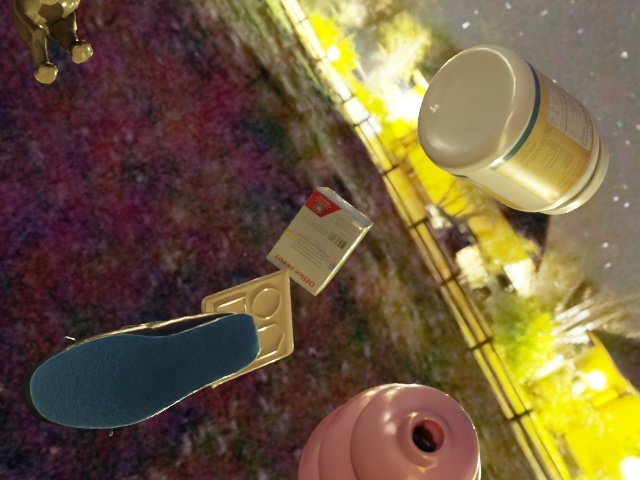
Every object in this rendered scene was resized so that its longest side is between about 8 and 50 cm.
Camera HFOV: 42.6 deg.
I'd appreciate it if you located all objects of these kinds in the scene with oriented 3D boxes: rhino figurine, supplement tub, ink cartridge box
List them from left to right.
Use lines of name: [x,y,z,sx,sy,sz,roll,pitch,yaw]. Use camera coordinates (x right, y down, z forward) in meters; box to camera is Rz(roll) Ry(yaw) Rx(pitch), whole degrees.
rhino figurine: [-0.275,-0.288,0.847,0.073,0.243,0.106,-13,58,-32]
ink cartridge box: [0.000,0.000,1.663,0.128,0.176,0.127,38,11,5]
supplement tub: [0.220,-0.116,0.924,0.199,0.144,0.144,22,33,-41]

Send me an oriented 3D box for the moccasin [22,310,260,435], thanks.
moccasin: [-0.240,0.178,1.111,0.342,0.116,0.138,-5,89,-41]

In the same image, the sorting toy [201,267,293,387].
sorting toy: [-0.141,0.165,1.588,0.038,0.208,0.193,25,-54,44]

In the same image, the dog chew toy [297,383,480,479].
dog chew toy: [0.084,0.255,0.915,0.207,0.206,0.332,62,-17,20]
